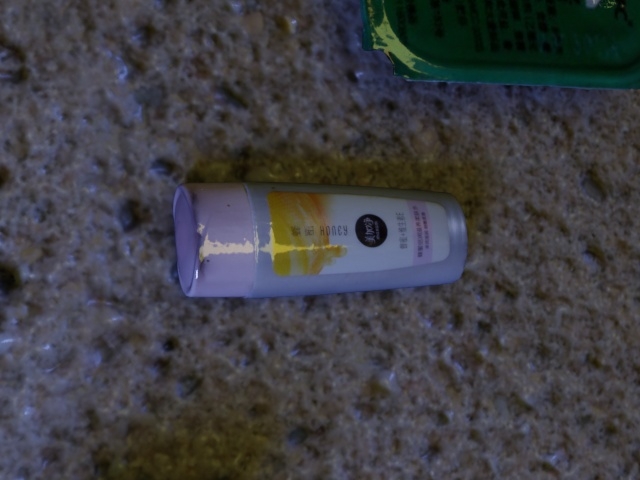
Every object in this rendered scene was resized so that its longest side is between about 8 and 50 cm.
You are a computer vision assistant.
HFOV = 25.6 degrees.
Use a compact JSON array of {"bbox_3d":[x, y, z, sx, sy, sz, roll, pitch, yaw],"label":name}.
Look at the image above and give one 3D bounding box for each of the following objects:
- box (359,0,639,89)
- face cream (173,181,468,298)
[{"bbox_3d":[0.171,-0.266,1.402,0.336,0.106,0.264,0,79,-23],"label":"box"},{"bbox_3d":[0.000,0.000,1.290,0.269,0.073,0.107,0,71,-21],"label":"face cream"}]
